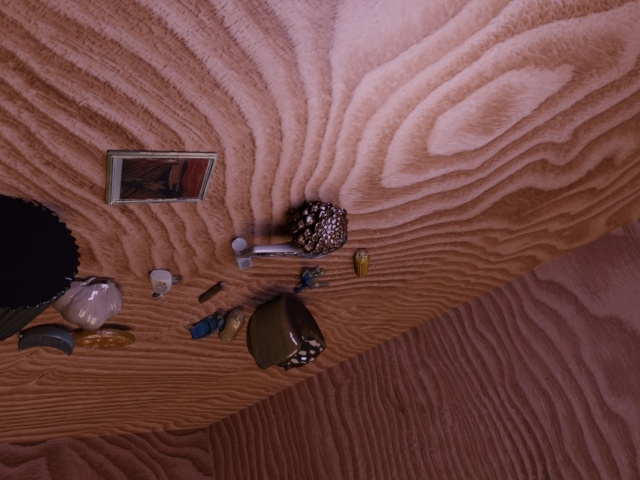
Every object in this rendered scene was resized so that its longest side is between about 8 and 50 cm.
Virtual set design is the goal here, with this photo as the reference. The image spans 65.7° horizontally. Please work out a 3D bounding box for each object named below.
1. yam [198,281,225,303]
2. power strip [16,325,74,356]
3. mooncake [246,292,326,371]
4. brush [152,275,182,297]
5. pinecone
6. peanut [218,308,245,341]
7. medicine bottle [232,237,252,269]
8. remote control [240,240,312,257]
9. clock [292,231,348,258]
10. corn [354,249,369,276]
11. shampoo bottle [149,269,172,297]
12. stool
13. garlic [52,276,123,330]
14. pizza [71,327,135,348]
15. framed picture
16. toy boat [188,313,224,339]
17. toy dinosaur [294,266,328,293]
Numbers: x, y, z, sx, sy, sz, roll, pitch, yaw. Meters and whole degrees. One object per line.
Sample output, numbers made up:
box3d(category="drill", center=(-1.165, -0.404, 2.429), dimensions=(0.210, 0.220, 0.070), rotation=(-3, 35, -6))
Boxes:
box3d(category="yam", center=(-0.432, 0.209, 1.974), dimensions=(0.145, 0.032, 0.032), rotation=(-34, 150, 28))
box3d(category="power strip", center=(-1.025, 0.371, 1.834), dimensions=(0.215, 0.044, 0.137), rotation=(15, 128, -27))
box3d(category="mooncake", center=(-0.145, 0.445, 2.206), dimensions=(0.246, 0.393, 0.394), rotation=(-26, 119, 15))
box3d(category="brush", center=(-0.575, 0.173, 1.833), dimensions=(0.164, 0.014, 0.051), rotation=(-36, 148, 31))
box3d(category="pinecone", center=(-0.011, -0.043, 1.629), dimensions=(0.184, 0.204, 0.179), rotation=(3, 102, -33))
box3d(category="peanut", center=(-0.401, 0.387, 2.255), dimensions=(0.098, 0.090, 0.214), rotation=(-47, 176, -47))
box3d(category="medicine bottle", center=(-0.273, 0.042, 1.717), dimensions=(0.054, 0.074, 0.118), rotation=(-15, 151, -8))
box3d(category="remote control", center=(-0.118, 0.025, 1.704), dimensions=(0.312, 0.055, 0.109), rotation=(-1, 170, -36))
box3d(category="clock", center=(0.000, 0.000, 1.856), dimensions=(0.214, 0.042, 0.215), rotation=(-15, 153, -8))
box3d(category="corn", center=(0.177, 0.103, 2.137), dimensions=(0.068, 0.068, 0.207), rotation=(-17, 152, -6))
box3d(category="shampoo bottle", center=(-0.567, 0.162, 1.766), dimensions=(0.077, 0.045, 0.152), rotation=(5, 143, -11))
box3d(category="stool", center=(-0.816, 0.098, 1.242), dimensions=(0.297, 0.298, 0.330), rotation=(11, 145, -45))
box3d(category="garlic", center=(-0.774, 0.220, 1.654), dimensions=(0.229, 0.143, 0.178), rotation=(21, 136, -40))
box3d(category="pizza", center=(-0.866, 0.383, 1.981), dimensions=(0.246, 0.058, 0.127), rotation=(2, 139, -29))
box3d(category="framed picture", center=(-0.420, -0.160, 1.308), dimensions=(0.273, 0.016, 0.216), rotation=(-5, 149, -27))
box3d(category="toy boat", center=(-0.500, 0.377, 2.193), dimensions=(0.185, 0.075, 0.077), rotation=(-28, 161, 11))
box3d(category="toy dinosaur", center=(-0.078, 0.176, 2.114), dimensions=(0.188, 0.075, 0.247), rotation=(-20, 160, 18))
